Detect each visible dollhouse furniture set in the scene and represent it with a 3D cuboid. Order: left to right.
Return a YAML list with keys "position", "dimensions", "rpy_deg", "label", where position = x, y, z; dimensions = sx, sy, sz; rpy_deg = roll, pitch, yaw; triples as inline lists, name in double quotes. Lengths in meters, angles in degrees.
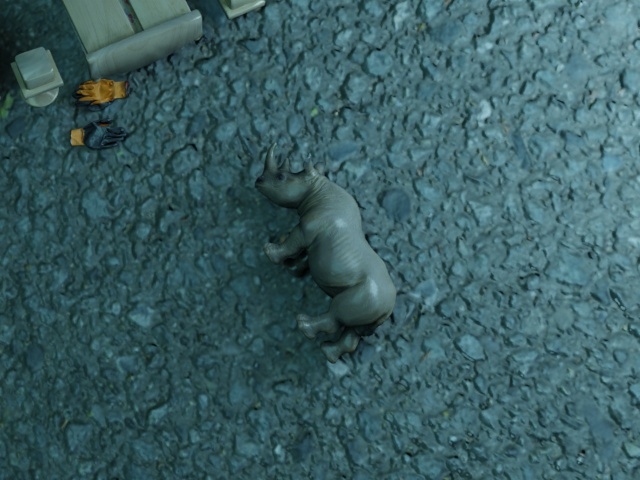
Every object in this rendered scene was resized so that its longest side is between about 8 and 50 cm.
- position: [-0.288, -0.307, 1.755]
  dimensions: [0.355, 0.174, 0.303]
  rpy_deg: [-23, 73, -10]
  label: "dollhouse furniture set"

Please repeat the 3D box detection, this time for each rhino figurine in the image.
- position: [0.000, 0.000, 1.594]
  dimensions: [0.106, 0.073, 0.243]
  rpy_deg: [-31, 72, 17]
  label: "rhino figurine"

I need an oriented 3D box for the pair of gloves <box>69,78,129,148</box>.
- position: [-0.257, -0.147, 1.740]
  dimensions: [0.074, 0.010, 0.083]
  rpy_deg: [-2, 82, 19]
  label: "pair of gloves"
